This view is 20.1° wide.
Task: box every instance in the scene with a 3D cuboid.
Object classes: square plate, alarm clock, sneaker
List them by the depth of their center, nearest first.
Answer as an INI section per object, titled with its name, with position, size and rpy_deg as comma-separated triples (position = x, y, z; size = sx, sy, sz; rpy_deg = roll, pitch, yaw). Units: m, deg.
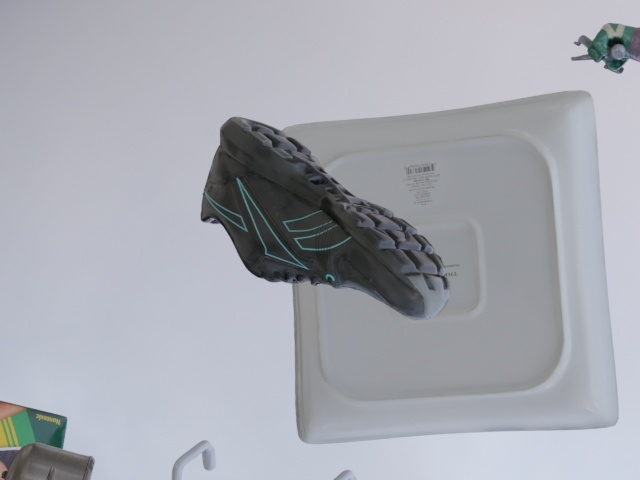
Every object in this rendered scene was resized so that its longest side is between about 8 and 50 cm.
[alarm clock]
position = -0.191, 0.193, 1.201
size = 0.192, 0.064, 0.129
rpy_deg = 120, -15, -60
[sneaker]
position = 0.000, 0.000, 1.549
size = 0.267, 0.101, 0.106
rpy_deg = 39, -74, 32
[square plate]
position = 0.121, 0.031, 1.864
size = 0.347, 0.049, 0.344
rpy_deg = -6, -95, 21

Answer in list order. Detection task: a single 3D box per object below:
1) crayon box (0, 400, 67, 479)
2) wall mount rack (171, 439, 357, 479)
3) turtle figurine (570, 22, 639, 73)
[crayon box]
position = -0.482, 0.321, 2.060
size = 0.106, 0.363, 0.313
rpy_deg = -14, -116, 47
[wall mount rack]
position = -0.069, 0.413, 2.219
size = 0.130, 0.350, 0.304
rpy_deg = -29, 124, -60
[turtle figurine]
position = 0.245, -0.077, 1.193
size = 0.118, 0.175, 0.234
rpy_deg = -25, -153, 16
